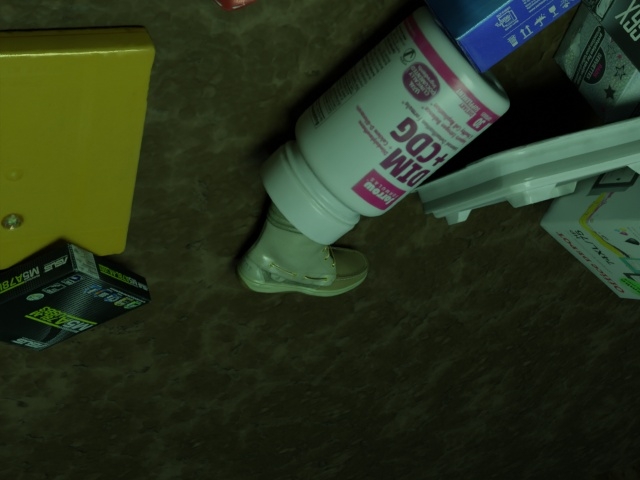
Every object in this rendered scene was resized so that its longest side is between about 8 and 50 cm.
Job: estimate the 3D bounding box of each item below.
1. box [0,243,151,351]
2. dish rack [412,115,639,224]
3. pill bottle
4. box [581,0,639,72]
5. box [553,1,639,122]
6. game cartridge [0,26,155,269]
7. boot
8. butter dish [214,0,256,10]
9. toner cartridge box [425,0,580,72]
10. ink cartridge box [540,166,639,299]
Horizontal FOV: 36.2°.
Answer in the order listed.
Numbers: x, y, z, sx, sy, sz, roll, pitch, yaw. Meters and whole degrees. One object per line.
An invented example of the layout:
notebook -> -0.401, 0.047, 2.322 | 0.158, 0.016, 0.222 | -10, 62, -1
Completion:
box -> -0.339, 0.077, 1.238 | 0.184, 0.045, 0.191 | -25, 158, 11
dish rack -> 0.298, -0.089, 1.325 | 0.286, 0.072, 0.333 | -15, 179, -18
pill bottle -> 0.072, -0.131, 1.184 | 0.283, 0.160, 0.160 | -40, 144, 20
box -> 0.405, -0.166, 1.013 | 0.076, 0.242, 0.307 | -43, 148, 25
box -> 0.436, -0.286, 1.241 | 0.163, 0.142, 0.247 | -10, 142, -25
game cartridge -> -0.340, -0.089, 1.069 | 0.285, 0.052, 0.323 | -8, 140, -26
boot -> 0.000, 0.000, 1.390 | 0.213, 0.077, 0.165 | 0, 136, -30
butter dish -> -0.061, -0.314, 0.903 | 0.160, 0.118, 0.160 | -30, 102, 4
toner cartridge box -> 0.259, -0.346, 1.022 | 0.348, 0.165, 0.075 | -36, 145, 13
ink cartridge box -> 0.500, -0.043, 1.400 | 0.198, 0.270, 0.197 | 39, 77, -16
